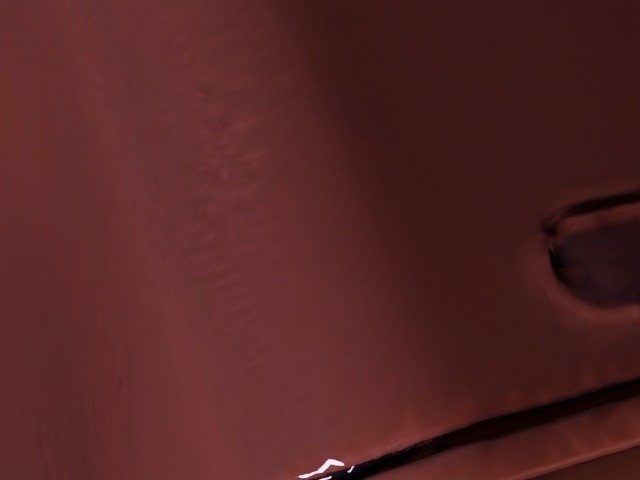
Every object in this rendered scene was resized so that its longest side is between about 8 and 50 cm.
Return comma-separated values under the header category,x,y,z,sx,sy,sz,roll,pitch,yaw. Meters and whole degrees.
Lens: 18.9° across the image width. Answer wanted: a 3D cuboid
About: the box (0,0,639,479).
category,x,y,z,sx,sy,sz,roll,pitch,yaw
box,0.000,0.000,0.600,0.239,0.229,0.339,-12,163,-27
